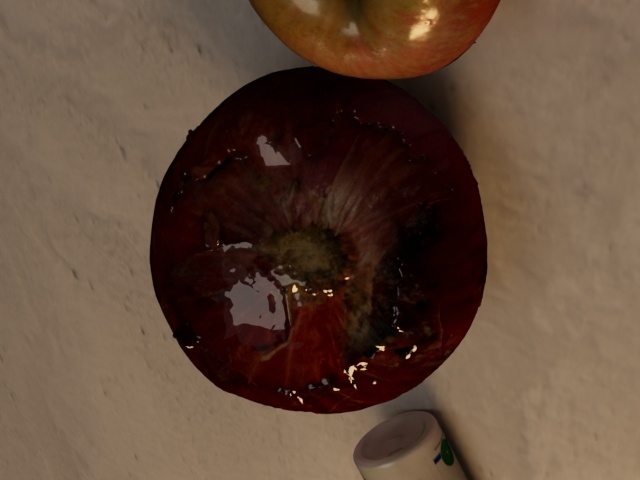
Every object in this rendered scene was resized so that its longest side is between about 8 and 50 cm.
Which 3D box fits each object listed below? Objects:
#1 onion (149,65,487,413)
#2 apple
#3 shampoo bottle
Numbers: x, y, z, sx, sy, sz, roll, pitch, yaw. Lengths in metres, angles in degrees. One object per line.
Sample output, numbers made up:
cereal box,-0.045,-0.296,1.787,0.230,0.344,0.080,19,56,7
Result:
onion,0.000,0.000,0.913,0.276,0.276,0.276,24,134,27
apple,0.039,-0.208,0.768,0.209,0.164,0.209,18,137,18
shampoo bottle,0.138,0.315,1.141,0.092,0.092,0.303,-13,111,47
